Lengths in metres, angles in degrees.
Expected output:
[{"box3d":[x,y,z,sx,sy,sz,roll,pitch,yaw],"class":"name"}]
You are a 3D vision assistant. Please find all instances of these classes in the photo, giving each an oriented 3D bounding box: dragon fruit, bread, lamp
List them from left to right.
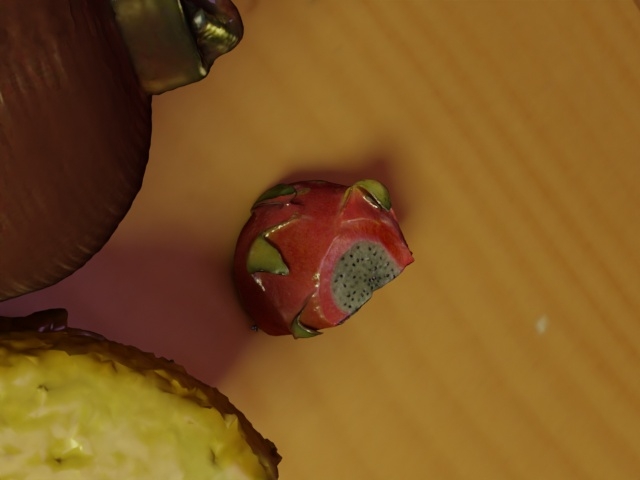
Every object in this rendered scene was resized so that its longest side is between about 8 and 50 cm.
[{"box3d":[-0.155,-0.054,0.360,0.258,0.180,0.180,-18,94,-1],"class":"lamp"},{"box3d":[-0.148,0.111,0.389,0.261,0.160,0.147,-40,98,-20],"class":"bread"},{"box3d":[0.000,0.000,0.535,0.083,0.056,0.060,-36,103,-25],"class":"dragon fruit"}]
